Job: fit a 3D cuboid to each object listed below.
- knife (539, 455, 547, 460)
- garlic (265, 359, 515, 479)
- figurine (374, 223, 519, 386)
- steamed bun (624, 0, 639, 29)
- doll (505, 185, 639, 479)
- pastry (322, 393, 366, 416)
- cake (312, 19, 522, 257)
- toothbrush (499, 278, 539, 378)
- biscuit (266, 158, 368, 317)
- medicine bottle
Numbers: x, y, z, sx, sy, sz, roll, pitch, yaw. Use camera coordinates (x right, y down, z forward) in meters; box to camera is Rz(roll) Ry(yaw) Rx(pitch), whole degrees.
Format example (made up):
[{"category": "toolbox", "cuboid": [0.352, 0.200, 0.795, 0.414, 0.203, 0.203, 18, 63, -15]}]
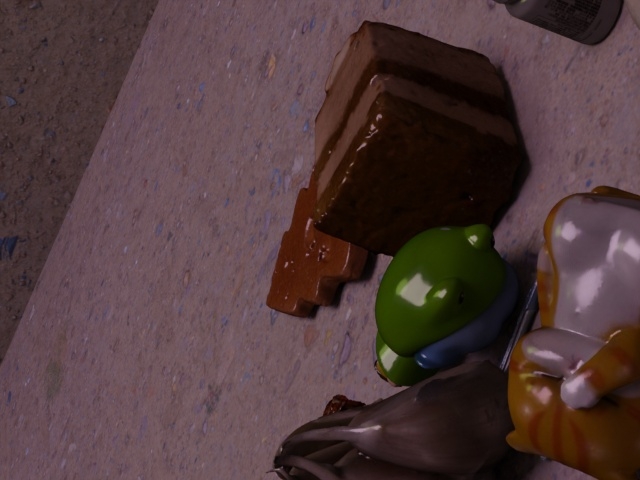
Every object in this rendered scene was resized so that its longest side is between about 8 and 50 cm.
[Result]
[{"category": "knife", "cuboid": [0.245, 0.180, 1.442, 0.096, 0.010, 0.027, -60, 25, 23]}, {"category": "garlic", "cuboid": [0.081, 0.210, 1.512, 0.237, 0.292, 0.210, 14, 105, 25]}, {"category": "figurine", "cuboid": [0.125, 0.083, 1.624, 0.162, 0.143, 0.263, -51, -5, -32]}, {"category": "steamed bun", "cuboid": [0.391, -0.262, 1.193, 0.283, 0.177, 0.283, -42, 41, 50]}, {"category": "doll", "cuboid": [0.258, 0.080, 1.293, 0.166, 0.162, 0.270, 21, 88, 37]}, {"category": "pastry", "cuboid": [0.019, 0.293, 1.781, 0.115, 0.097, 0.209, -104, 35, -68]}, {"category": "cake", "cuboid": [0.106, -0.132, 1.756, 0.293, 0.198, 0.196, -95, 26, -50]}, {"category": "toothbrush", "cuboid": [0.225, 0.068, 1.554, 0.220, 0.016, 0.019, -71, 21, 6]}, {"category": "biscuit", "cuboid": [0.000, 0.000, 2.091, 0.306, 0.043, 0.284, -56, 29, 39]}, {"category": "medicine bottle", "cuboid": [0.251, -0.271, 1.572, 0.079, 0.140, 0.079, -48, 33, 47]}]
